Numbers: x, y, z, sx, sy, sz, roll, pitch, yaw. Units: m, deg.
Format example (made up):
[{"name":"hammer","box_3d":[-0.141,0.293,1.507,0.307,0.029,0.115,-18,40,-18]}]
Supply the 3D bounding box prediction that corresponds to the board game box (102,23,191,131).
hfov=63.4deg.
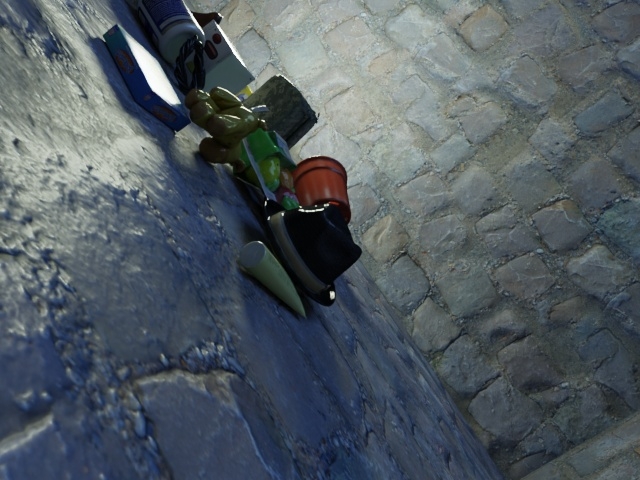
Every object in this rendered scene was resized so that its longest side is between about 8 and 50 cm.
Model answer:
[{"name":"board game box","box_3d":[-0.394,-0.367,1.182,0.210,0.047,0.160,59,8,21]}]

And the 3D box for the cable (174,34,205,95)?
[{"name":"cable","box_3d":[-0.402,-0.539,1.592,0.150,0.047,0.184,-29,129,-71]}]

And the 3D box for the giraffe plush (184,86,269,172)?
[{"name":"giraffe plush","box_3d":[-0.246,-0.267,1.310,0.210,0.170,0.181,-2,48,-37]}]

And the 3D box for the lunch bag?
[{"name":"lunch bag","box_3d":[-0.167,-0.464,2.060,0.212,0.305,0.256,45,1,24]}]

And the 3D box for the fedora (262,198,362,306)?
[{"name":"fedora","box_3d":[0.000,0.000,1.274,0.334,0.152,0.334,56,11,-17]}]

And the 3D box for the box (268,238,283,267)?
[{"name":"box","box_3d":[-0.053,0.068,1.424,0.232,0.058,0.087,47,13,-46]}]

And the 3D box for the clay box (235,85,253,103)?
[{"name":"clay box","box_3d":[-0.336,-0.587,2.222,0.053,0.127,0.222,48,10,-51]}]

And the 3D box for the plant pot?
[{"name":"plant pot","box_3d":[0.008,-0.173,2.186,0.272,0.272,0.265,50,17,-39]}]

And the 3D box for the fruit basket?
[{"name":"fruit basket","box_3d":[-0.125,-0.160,1.574,0.353,0.165,0.327,60,8,10]}]

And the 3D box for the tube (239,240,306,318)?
[{"name":"tube","box_3d":[-0.093,0.088,1.115,0.240,0.062,0.070,53,48,-52]}]

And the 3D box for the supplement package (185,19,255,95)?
[{"name":"supplement package","box_3d":[-0.374,-0.607,1.801,0.203,0.194,0.149,59,9,28]}]

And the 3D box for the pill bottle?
[{"name":"pill bottle","box_3d":[-0.491,-0.708,1.655,0.265,0.153,0.153,58,8,17]}]

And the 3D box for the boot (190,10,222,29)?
[{"name":"boot","box_3d":[-0.509,-0.830,1.799,0.264,0.096,0.280,5,-31,35]}]
